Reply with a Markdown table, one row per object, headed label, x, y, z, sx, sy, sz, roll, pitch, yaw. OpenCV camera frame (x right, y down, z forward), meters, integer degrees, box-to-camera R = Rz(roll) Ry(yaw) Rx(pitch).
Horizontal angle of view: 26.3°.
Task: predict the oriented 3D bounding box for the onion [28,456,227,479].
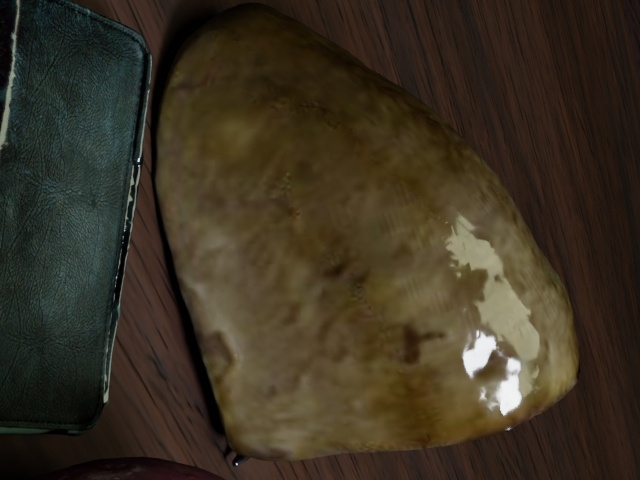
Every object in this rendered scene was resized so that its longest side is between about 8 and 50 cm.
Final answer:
| label | x | y | z | sx | sy | sz | roll | pitch | yaw |
| --- | --- | --- | --- | --- | --- | --- | --- | --- | --- |
| onion | -0.124 | 0.331 | 0.914 | 0.358 | 0.345 | 0.358 | -5 | 100 | -27 |

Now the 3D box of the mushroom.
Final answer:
| label | x | y | z | sx | sy | sz | roll | pitch | yaw |
| --- | --- | --- | --- | --- | --- | --- | --- | --- | --- |
| mushroom | 0.032 | -0.018 | 1.198 | 0.224 | 0.314 | 0.397 | -48 | 127 | -54 |

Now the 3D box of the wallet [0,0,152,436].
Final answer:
| label | x | y | z | sx | sy | sz | roll | pitch | yaw |
| --- | --- | --- | --- | --- | --- | --- | --- | --- | --- |
| wallet | -0.200 | -0.016 | 1.009 | 0.172 | 0.045 | 0.318 | 14 | 80 | -58 |
